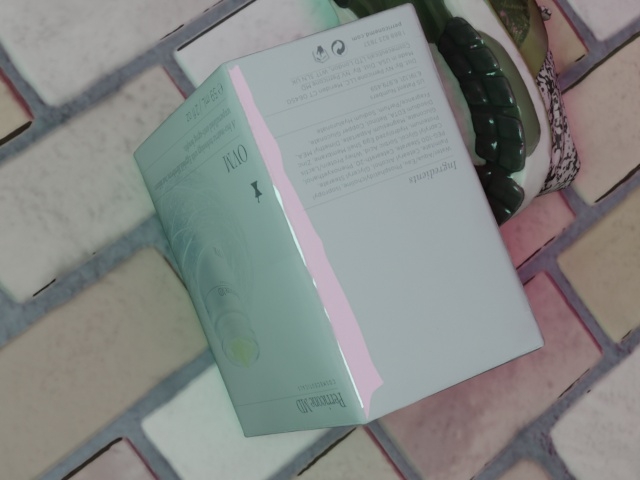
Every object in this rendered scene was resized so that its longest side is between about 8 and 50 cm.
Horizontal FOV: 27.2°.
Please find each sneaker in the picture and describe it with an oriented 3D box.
[{"bbox_3d":[0.098,-0.198,1.011,0.182,0.158,0.410,-3,78,-53],"label":"sneaker"}]

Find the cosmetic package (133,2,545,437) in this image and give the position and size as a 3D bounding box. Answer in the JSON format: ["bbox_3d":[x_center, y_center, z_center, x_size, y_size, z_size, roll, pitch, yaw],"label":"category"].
[{"bbox_3d":[0.000,0.000,0.862,0.138,0.224,0.224,-22,88,-23],"label":"cosmetic package"}]
